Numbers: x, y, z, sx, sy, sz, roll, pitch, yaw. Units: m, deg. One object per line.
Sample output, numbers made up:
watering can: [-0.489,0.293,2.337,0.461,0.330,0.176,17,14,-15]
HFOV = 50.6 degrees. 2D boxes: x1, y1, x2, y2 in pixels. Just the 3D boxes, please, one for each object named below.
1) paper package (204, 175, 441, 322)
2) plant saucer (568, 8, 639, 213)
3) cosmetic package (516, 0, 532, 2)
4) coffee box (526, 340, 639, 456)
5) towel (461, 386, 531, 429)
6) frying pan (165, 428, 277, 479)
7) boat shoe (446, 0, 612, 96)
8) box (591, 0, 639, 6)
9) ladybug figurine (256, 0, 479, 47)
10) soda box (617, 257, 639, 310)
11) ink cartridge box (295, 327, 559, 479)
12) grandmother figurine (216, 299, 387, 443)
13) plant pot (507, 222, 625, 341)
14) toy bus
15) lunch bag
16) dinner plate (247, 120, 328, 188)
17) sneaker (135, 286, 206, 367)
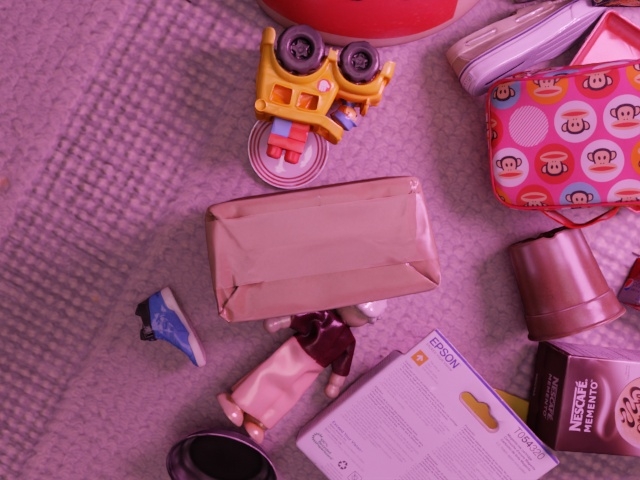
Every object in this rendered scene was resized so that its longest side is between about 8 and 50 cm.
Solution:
paper package: [0.000,0.000,1.047,0.309,0.325,0.168,-8,94,-2]
plant saucer: [0.521,-0.220,1.180,0.258,0.048,0.259,31,102,-5]
cosmetic package: [0.475,-0.582,0.990,0.329,0.394,0.328,-11,95,-1]
coffee box: [0.532,0.280,1.190,0.297,0.119,0.168,6,94,-8]
towel: [0.276,0.306,1.240,0.237,0.021,0.102,21,98,-5]
frying pan: [-0.114,0.426,1.188,0.326,0.053,0.197,29,123,-11]
boat shoe: [0.355,-0.354,1.145,0.302,0.109,0.094,-29,73,-9]
box: [0.572,-0.416,1.081,0.233,0.159,0.044,-11,95,-30]
ladybug figurine: [0.085,-0.474,1.095,0.449,0.162,0.305,-9,95,-2]
soda box: [0.678,0.128,1.212,0.263,0.083,0.092,26,93,-5]
ink cartridge box: [0.182,0.361,1.191,0.330,0.071,0.324,-41,95,10]
grandmother figurine: [-0.022,0.189,1.178,0.342,0.104,0.208,-42,128,-3]
plant pot: [0.407,0.067,1.162,0.166,0.167,0.165,-21,88,-1]
toy bus: [-0.007,-0.224,1.110,0.220,0.149,0.212,12,89,-5]
lunch bag: [0.417,-0.146,1.074,0.293,0.120,0.258,1,106,30]
dinner plate: [-0.056,-0.161,1.185,0.141,0.017,0.141,0,94,-2]
sneaker: [-0.265,0.165,1.179,0.084,0.058,0.152,-28,91,-6]
